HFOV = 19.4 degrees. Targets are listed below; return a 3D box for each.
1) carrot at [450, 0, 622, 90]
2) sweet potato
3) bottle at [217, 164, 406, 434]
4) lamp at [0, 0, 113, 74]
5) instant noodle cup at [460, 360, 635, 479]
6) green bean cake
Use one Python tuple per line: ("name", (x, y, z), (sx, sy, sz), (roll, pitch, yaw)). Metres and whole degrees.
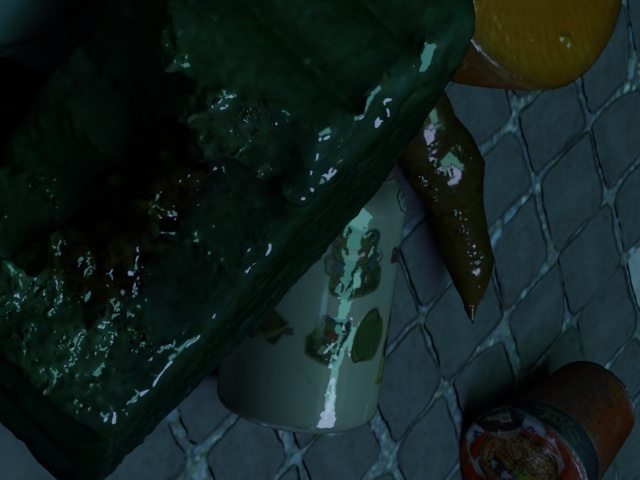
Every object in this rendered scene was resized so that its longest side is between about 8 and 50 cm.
("carrot", (0.117, -0.257, 1.346), (0.258, 0.100, 0.307), (-39, 116, -42))
("sweet potato", (0.096, -0.051, 1.447), (0.067, 0.067, 0.274), (-43, 130, -31))
("bottle", (0.000, 0.000, 1.309), (0.120, 0.120, 0.253), (-6, 110, -49))
("lamp", (-0.168, -0.179, 1.045), (0.179, 0.108, 0.246), (-59, 141, -8))
("instant noodle cup", (0.208, 0.174, 1.640), (0.136, 0.127, 0.127), (-37, 131, -47))
("green bean cake", (-0.078, -0.039, 1.061), (0.300, 0.169, 0.308), (-45, 175, -26))
